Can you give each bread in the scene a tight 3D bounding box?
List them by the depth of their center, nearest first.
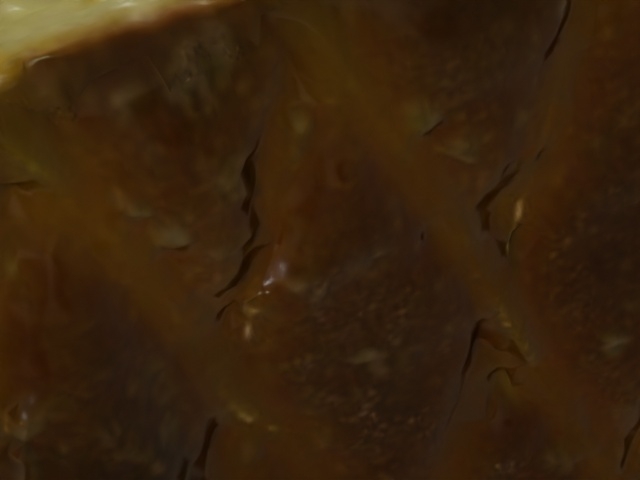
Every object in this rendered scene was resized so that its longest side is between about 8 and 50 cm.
[{"bbox_3d":[0.000,0.000,0.470,0.207,0.279,0.279,-132,28,-53],"label":"bread"}]
